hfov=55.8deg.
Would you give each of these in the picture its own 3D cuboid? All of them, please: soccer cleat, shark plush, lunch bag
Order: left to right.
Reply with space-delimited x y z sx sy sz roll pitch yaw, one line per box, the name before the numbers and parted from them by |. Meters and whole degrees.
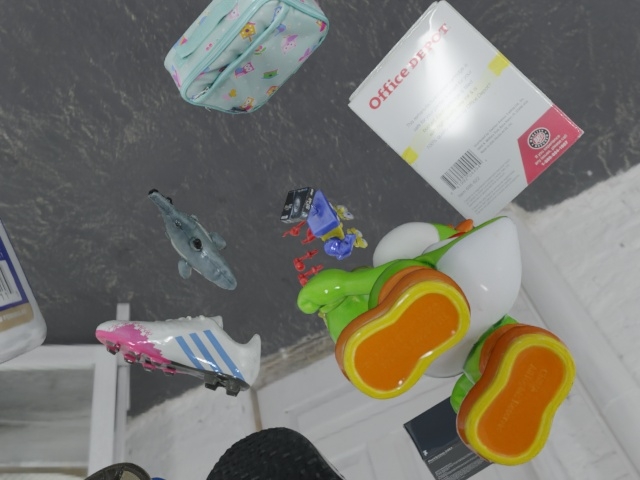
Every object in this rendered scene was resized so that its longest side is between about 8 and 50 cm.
soccer cleat | -0.279 0.205 1.234 0.332 0.143 0.116 20 152 -4
shark plush | -0.154 -0.006 0.753 0.073 0.067 0.161 -30 126 -18
lunch bag | -0.137 -0.349 1.097 0.279 0.107 0.224 -40 164 27

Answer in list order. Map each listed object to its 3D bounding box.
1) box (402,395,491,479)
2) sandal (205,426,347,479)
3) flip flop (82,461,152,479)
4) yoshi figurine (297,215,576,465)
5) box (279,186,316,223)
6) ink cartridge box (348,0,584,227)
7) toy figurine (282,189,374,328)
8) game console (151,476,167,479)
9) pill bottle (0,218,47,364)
box | 0.334 0.411 1.318 0.261 0.103 0.184 -30 134 -2
sandal | 0.008 0.312 0.591 0.167 0.446 0.107 -45 115 -25
flip flop | -0.329 0.366 0.743 0.277 0.112 0.080 -31 172 -9
yoshi figurine | 0.084 0.085 0.587 0.203 0.362 0.203 -11 100 3
box | -0.046 -0.070 1.213 0.018 0.083 0.067 24 76 -30
ink cartridge box | 0.295 -0.262 1.269 0.385 0.160 0.279 44 110 0
toy figurine | 0.000 0.000 1.417 0.191 0.362 0.217 -27 141 3
game console | -0.279 0.606 1.090 0.293 0.250 0.173 12 171 26
pill bottle | -0.310 -0.021 0.412 0.153 0.153 0.264 -22 91 3
